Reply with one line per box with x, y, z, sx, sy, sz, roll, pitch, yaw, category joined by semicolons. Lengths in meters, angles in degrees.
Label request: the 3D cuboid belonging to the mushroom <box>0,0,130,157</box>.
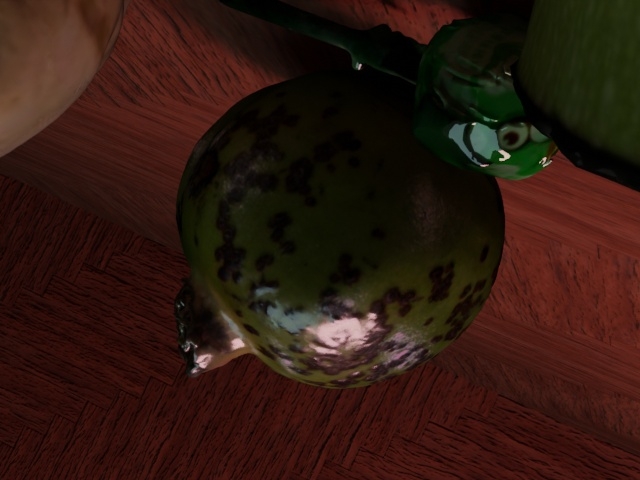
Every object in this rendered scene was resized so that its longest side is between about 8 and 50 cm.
-0.276;-0.190;0.773;0.314;0.314;0.336;18;142;43;mushroom

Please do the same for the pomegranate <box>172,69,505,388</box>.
0.000;0.000;1.020;0.254;0.270;0.254;50;164;20;pomegranate

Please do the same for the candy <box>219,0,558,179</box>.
0.030;-0.121;0.856;0.323;0.097;0.097;29;177;45;candy

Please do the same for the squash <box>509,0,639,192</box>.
0.166;-0.086;0.413;0.220;0.133;0.220;0;-160;0;squash
